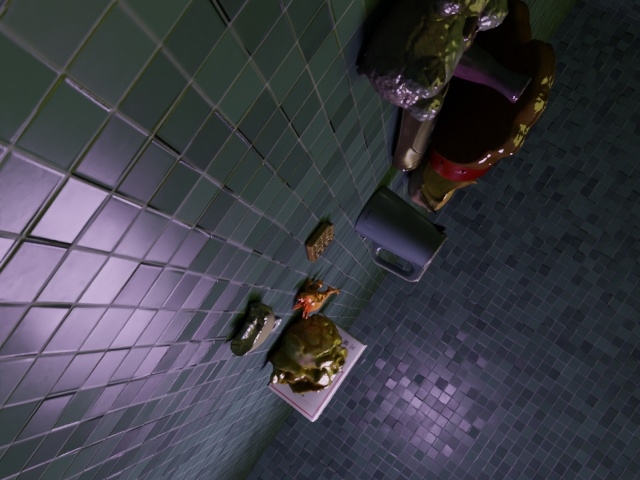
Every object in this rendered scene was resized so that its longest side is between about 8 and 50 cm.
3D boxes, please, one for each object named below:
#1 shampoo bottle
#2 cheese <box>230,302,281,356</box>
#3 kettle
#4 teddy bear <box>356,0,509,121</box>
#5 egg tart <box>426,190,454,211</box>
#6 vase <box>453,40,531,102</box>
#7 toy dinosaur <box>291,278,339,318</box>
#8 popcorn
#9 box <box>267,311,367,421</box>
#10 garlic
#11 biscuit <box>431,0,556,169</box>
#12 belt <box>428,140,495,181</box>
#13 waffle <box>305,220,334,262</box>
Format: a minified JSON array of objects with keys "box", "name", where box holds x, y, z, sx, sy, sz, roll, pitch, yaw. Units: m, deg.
[{"box":[0.229,-0.269,1.257,0.125,0.084,0.350,-58,169,-16],"name":"shampoo bottle"},{"box":[-0.132,0.192,1.175,0.127,0.050,0.235,-59,168,3],"name":"cheese"},{"box":[0.229,-0.008,1.549,0.210,0.243,0.160,-58,167,16],"name":"kettle"},{"box":[0.178,-0.323,0.791,0.267,0.151,0.236,-51,168,-2],"name":"teddy bear"},{"box":[0.485,-0.266,2.066,0.319,0.128,0.319,-56,179,-2],"name":"egg tart"},{"box":[0.314,-0.353,1.057,0.086,0.214,0.086,-52,166,-18],"name":"vase"},{"box":[-0.022,0.169,1.482,0.117,0.070,0.288,-46,165,9],"name":"toy dinosaur"},{"box":[-0.032,0.358,1.622,0.259,0.212,0.259,-58,166,-23],"name":"popcorn"},{"box":[-0.011,0.455,1.905,0.330,0.210,0.095,-55,166,-5],"name":"box"},{"box":[0.391,-0.204,1.785,0.338,0.196,0.151,-31,140,-44],"name":"garlic"},{"box":[0.380,-0.352,1.202,0.074,0.359,0.381,7,112,-28],"name":"biscuit"},{"box":[0.497,-0.338,1.728,0.324,0.227,0.115,-47,167,-26],"name":"belt"},{"box":[0.000,0.000,1.240,0.092,0.021,0.135,-50,167,-14],"name":"waffle"}]
